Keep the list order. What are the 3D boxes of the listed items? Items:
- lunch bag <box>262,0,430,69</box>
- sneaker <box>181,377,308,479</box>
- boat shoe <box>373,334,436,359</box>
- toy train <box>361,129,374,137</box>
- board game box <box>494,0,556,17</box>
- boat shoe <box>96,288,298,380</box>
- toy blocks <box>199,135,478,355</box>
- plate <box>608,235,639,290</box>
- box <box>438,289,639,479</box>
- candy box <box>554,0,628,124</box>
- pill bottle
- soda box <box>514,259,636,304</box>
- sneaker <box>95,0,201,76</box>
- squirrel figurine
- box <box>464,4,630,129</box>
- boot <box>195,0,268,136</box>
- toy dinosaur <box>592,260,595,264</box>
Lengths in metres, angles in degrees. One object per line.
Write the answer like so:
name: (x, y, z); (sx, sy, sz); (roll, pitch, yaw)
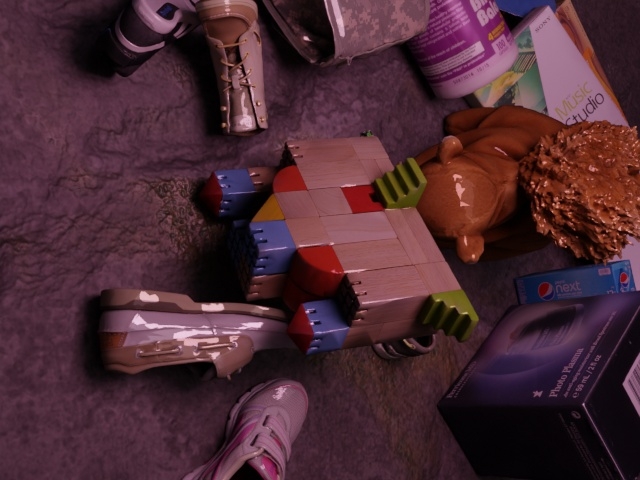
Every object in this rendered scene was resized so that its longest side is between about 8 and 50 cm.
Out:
lunch bag: (0.026, -0.412, 1.262); (0.235, 0.169, 0.287); (-27, 96, -40)
sneaker: (-0.082, 0.288, 1.081); (0.103, 0.111, 0.252); (51, 54, -22)
boat shoe: (0.105, 0.041, 1.299); (0.109, 0.091, 0.305); (-23, 97, -41)
toy train: (0.096, -0.150, 1.376); (0.083, 0.017, 0.024); (58, 42, -17)
board game box: (0.393, -0.484, 1.655); (0.168, 0.033, 0.133); (17, 53, -6)
boat shoe: (-0.143, 0.131, 1.066); (0.302, 0.113, 0.103); (9, 77, -29)
toy blocks: (0.000, 0.000, 1.080); (0.260, 0.191, 0.381); (-7, 51, -24)
plate: (0.624, -0.035, 1.666); (0.277, 0.045, 0.278); (-44, 105, -33)
box: (0.412, 0.248, 1.394); (0.296, 0.294, 0.183); (-43, 108, -37)
candy box: (0.520, -0.325, 1.725); (0.183, 0.087, 0.316); (-44, 111, -35)
pill bottle: (0.206, -0.411, 1.415); (0.169, 0.169, 0.302); (-48, 113, -35)
soda box: (0.473, 0.085, 1.531); (0.071, 0.210, 0.067); (-11, 89, -42)
sneaker: (-0.232, -0.280, 1.079); (0.079, 0.121, 0.217); (49, 20, -10)
squirrel figurine: (0.305, -0.090, 1.284); (0.370, 0.396, 0.281); (-10, 96, -56)
box: (0.440, -0.257, 1.596); (0.232, 0.058, 0.322); (-45, 108, -9)
boot: (-0.115, -0.230, 1.109); (0.077, 0.213, 0.165); (-5, 88, 4)
toy dinosaur: (0.621, 0.029, 1.756); (0.160, 0.121, 0.314); (-3, 79, -53)
